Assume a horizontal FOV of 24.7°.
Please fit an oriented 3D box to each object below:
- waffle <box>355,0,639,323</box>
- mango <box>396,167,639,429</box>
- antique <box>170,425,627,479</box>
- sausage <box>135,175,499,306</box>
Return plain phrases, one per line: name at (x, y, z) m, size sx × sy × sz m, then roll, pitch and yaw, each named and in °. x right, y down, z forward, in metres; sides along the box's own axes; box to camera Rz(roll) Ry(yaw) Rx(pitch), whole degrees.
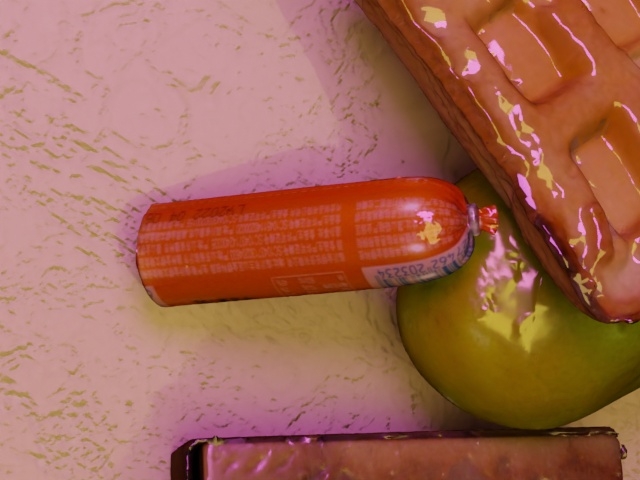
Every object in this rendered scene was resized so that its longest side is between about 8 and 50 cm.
waffle at (0.217, -0.140, 0.941) m, size 0.348 × 0.077 × 0.304 m, roll -32°, pitch 84°, yaw -21°
mango at (0.179, 0.020, 1.002) m, size 0.273 × 0.149 × 0.185 m, roll -22°, pitch 92°, yaw -14°
antique at (0.056, 0.181, 1.009) m, size 0.310 × 0.087 × 0.093 m, roll 0°, pitch 77°, yaw -14°
sausage at (0.000, 0.000, 0.932) m, size 0.234 × 0.071 × 0.071 m, roll -5°, pitch 101°, yaw 21°
